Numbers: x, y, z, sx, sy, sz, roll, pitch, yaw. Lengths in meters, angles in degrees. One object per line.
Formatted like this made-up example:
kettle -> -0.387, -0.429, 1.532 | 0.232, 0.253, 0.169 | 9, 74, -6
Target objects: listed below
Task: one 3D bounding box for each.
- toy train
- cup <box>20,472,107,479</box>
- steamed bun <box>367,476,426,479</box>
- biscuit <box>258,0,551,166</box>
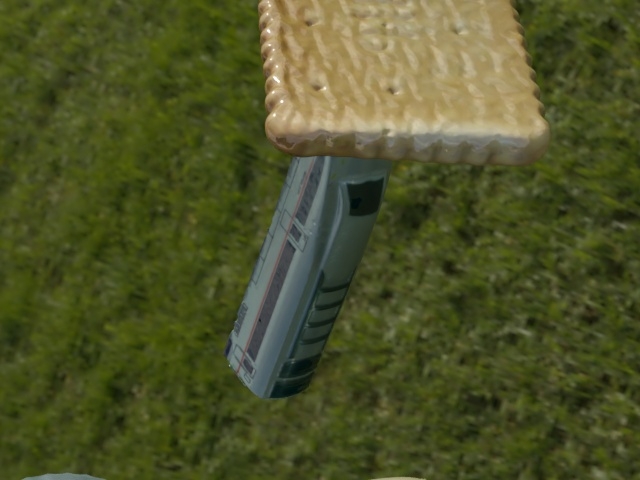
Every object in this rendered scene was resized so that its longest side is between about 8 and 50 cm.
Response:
toy train -> 0.000, 0.000, 1.475 | 0.088, 0.086, 0.407 | 54, 139, 35
cup -> -0.204, 0.394, 1.147 | 0.331, 0.256, 0.311 | -60, 35, 10
steamed bun -> 0.069, 0.369, 1.621 | 0.152, 0.238, 0.170 | 22, 113, 50
biscuit -> 0.041, -0.129, 0.849 | 0.250, 0.160, 0.030 | -96, 10, -47
